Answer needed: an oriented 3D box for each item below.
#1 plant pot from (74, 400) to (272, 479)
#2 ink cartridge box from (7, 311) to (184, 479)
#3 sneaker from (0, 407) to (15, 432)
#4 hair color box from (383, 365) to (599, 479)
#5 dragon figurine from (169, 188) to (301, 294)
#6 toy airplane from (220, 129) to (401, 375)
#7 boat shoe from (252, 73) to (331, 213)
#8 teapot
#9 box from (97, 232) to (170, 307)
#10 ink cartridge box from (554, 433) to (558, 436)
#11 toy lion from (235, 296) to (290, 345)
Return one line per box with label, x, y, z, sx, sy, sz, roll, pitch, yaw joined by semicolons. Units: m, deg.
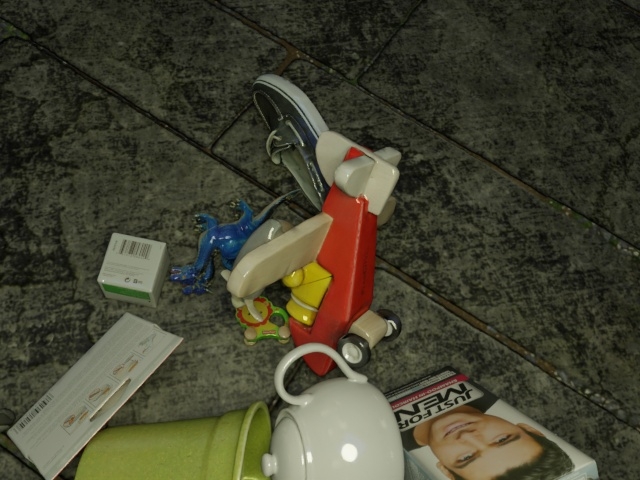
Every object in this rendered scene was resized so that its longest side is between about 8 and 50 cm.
plant pot;-0.218;0.378;1.001;0.253;0.276;0.276;1;64;7
ink cartridge box;-0.345;0.247;1.054;0.275;0.239;0.060;-48;121;-24
sneaker;-0.595;0.364;1.037;0.271;0.100;0.108;-38;79;-15
hair color box;0.221;0.328;1.001;0.185;0.374;0.114;-19;105;-15
dragon figurine;-0.154;0.005;1.264;0.289;0.085;0.144;-19;68;-15
toy airplane;0.000;0.000;1.134;0.272;0.386;0.384;13;67;30
boat shoe;-0.052;-0.202;1.355;0.119;0.121;0.335;-32;74;-24
teapot;-0.001;0.328;1.022;0.187;0.252;0.256;2;49;-23
box;-0.340;0.055;1.216;0.101;0.087;0.102;11;64;-1
ink cartridge box;0.305;0.473;1.108;0.311;0.065;0.186;-18;70;-17
toy lion;-0.108;0.146;1.235;0.100;0.034;0.096;-1;57;-8
